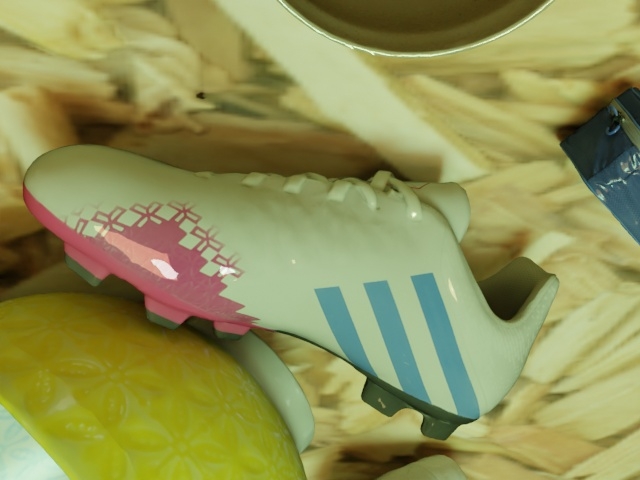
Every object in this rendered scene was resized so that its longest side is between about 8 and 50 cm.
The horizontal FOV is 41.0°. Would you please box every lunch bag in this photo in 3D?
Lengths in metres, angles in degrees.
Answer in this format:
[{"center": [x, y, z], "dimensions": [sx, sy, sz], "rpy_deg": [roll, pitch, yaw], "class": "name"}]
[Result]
[{"center": [0.196, -0.045, 0.512], "dimensions": [0.065, 0.067, 0.098], "rpy_deg": [-39, 120, 20], "class": "lunch bag"}]

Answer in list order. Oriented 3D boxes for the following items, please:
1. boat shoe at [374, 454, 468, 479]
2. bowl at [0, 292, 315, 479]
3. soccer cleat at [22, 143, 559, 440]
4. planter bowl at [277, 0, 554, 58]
[{"center": [0.101, 0.339, 0.735], "dimensions": [0.157, 0.136, 0.366], "rpy_deg": [-24, 115, -35], "class": "boat shoe"}, {"center": [-0.096, 0.133, 0.531], "dimensions": [0.156, 0.290, 0.289], "rpy_deg": [-39, 134, -31], "class": "bowl"}, {"center": [0.000, 0.000, 0.509], "dimensions": [0.331, 0.116, 0.143], "rpy_deg": [28, 102, -27], "class": "soccer cleat"}, {"center": [0.038, -0.176, 0.370], "dimensions": [0.162, 0.109, 0.162], "rpy_deg": [-3, 127, -4], "class": "planter bowl"}]
